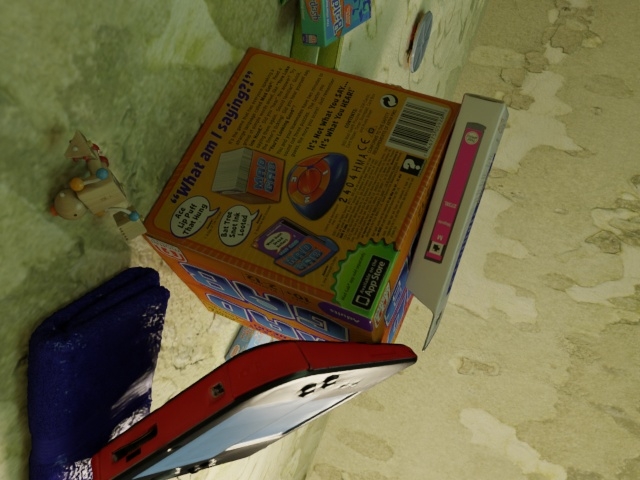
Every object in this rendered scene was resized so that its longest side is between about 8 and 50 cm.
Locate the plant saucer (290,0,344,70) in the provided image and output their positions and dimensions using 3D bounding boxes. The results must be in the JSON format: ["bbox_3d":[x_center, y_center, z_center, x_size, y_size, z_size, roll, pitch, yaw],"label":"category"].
[{"bbox_3d":[0.002,-0.386,1.193,0.188,0.045,0.188,-48,153,-55],"label":"plant saucer"}]

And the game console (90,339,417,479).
[{"bbox_3d":[-0.088,0.246,0.849,0.386,0.060,0.342,-36,151,27],"label":"game console"}]

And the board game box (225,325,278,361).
[{"bbox_3d":[-0.158,0.256,1.477,0.211,0.039,0.160,83,30,-61],"label":"board game box"}]

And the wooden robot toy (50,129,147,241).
[{"bbox_3d":[-0.265,-0.052,0.690,0.079,0.076,0.173,-29,154,-10],"label":"wooden robot toy"}]

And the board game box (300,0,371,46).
[{"bbox_3d":[0.030,-0.447,1.069,0.210,0.047,0.160,-49,144,-47],"label":"board game box"}]

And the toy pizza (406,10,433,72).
[{"bbox_3d":[0.322,-0.653,2.011,0.201,0.032,0.201,20,90,-76],"label":"toy pizza"}]

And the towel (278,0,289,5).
[{"bbox_3d":[-0.025,-0.469,1.030,0.152,0.023,0.113,-54,158,-46],"label":"towel"}]

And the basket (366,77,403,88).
[{"bbox_3d":[0.148,-0.267,1.525,0.299,0.223,0.213,-53,158,-45],"label":"basket"}]

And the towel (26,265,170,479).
[{"bbox_3d":[-0.298,0.208,0.842,0.227,0.076,0.308,-45,152,-59],"label":"towel"}]

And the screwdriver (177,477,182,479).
[{"bbox_3d":[-0.301,0.568,1.411,0.025,0.024,0.170,-30,147,-20],"label":"screwdriver"}]

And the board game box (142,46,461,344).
[{"bbox_3d":[-0.005,-0.031,1.021,0.356,0.356,0.357,75,38,-64],"label":"board game box"}]

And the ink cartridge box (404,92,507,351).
[{"bbox_3d":[0.201,-0.029,0.935,0.176,0.069,0.371,-19,124,-70],"label":"ink cartridge box"}]
